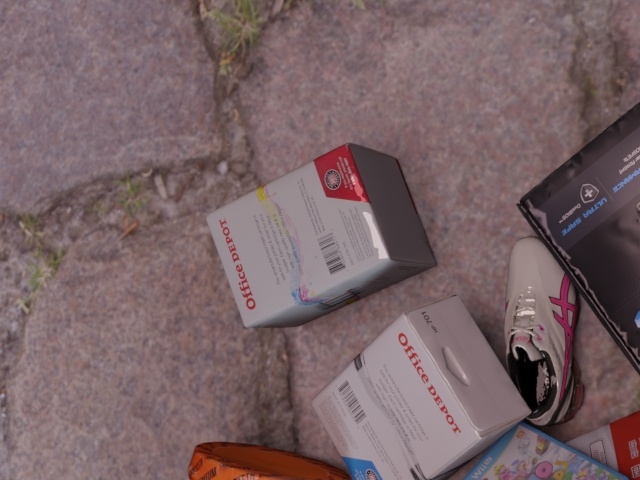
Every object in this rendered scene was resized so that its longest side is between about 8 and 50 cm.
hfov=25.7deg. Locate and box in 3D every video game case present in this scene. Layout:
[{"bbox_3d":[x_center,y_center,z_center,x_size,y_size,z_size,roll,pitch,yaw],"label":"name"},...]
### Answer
[{"bbox_3d":[0.191,0.234,1.273,0.119,0.015,0.166,-47,28,-11],"label":"video game case"}]

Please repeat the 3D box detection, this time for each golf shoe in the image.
[{"bbox_3d":[0.211,0.085,1.344,0.068,0.086,0.186,-12,80,26],"label":"golf shoe"}]

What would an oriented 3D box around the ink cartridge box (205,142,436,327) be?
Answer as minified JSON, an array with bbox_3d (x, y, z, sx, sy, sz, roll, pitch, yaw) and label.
[{"bbox_3d":[0.000,0.000,1.428,0.176,0.127,0.128,-25,77,22],"label":"ink cartridge box"}]

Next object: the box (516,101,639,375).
[{"bbox_3d":[0.380,-0.008,1.278,0.295,0.073,0.293,-39,70,19],"label":"box"}]

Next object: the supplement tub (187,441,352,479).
[{"bbox_3d":[-0.081,0.384,1.395,0.207,0.207,0.338,13,91,26],"label":"supplement tub"}]

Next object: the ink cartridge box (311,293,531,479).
[{"bbox_3d":[0.092,0.162,1.356,0.190,0.082,0.139,-48,66,44],"label":"ink cartridge box"}]

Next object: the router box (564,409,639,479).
[{"bbox_3d":[0.197,0.340,1.219,0.301,0.082,0.335,-29,30,21],"label":"router box"}]
